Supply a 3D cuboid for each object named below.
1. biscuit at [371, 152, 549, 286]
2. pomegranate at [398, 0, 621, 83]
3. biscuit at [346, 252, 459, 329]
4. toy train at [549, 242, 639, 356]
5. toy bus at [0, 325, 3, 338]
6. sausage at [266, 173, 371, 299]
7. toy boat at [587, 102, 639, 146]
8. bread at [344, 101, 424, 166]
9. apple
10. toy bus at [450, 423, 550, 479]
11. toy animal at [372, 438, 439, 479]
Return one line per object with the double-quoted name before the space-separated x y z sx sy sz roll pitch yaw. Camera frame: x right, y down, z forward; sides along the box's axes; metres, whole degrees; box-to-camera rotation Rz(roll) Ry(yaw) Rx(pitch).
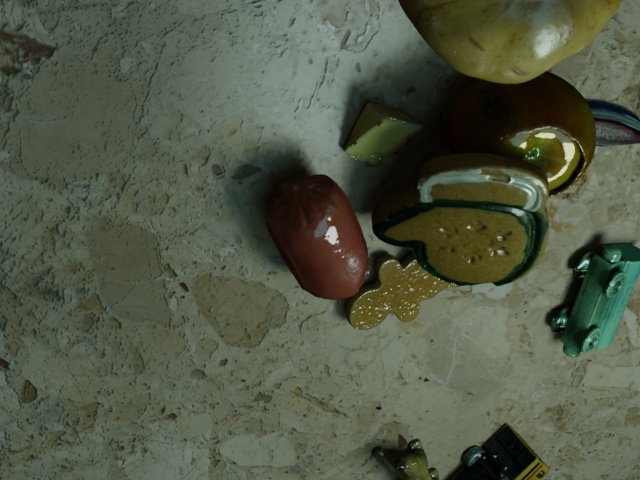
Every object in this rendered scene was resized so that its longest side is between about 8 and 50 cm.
"biscuit" 0.225 -0.024 1.905 0.287 0.057 0.344 5 147 5
"pomegranate" 0.267 -0.378 1.625 0.342 0.342 0.342 -14 127 -19
"biscuit" 0.147 0.075 2.074 0.240 0.035 0.158 -30 127 -7
"toy train" 0.546 0.113 2.281 0.159 0.101 0.248 -11 128 -41
"toy bus" -0.521 0.144 1.769 0.083 0.037 0.031 -22 128 -12
"sausage" 0.000 0.000 1.878 0.148 0.148 0.254 -29 131 -7
"toy boat" 0.477 -0.201 2.057 0.229 0.046 0.080 8 120 -34
"bread" 0.093 -0.158 1.858 0.084 0.080 0.109 14 111 -32
"apple" 0.325 -0.171 1.887 0.237 0.207 0.237 -12 124 -18
"toy bus" 0.312 0.538 2.424 0.335 0.121 0.123 -46 137 6
"toy animal" 0.184 0.463 2.314 0.103 0.101 0.218 -30 130 -5
